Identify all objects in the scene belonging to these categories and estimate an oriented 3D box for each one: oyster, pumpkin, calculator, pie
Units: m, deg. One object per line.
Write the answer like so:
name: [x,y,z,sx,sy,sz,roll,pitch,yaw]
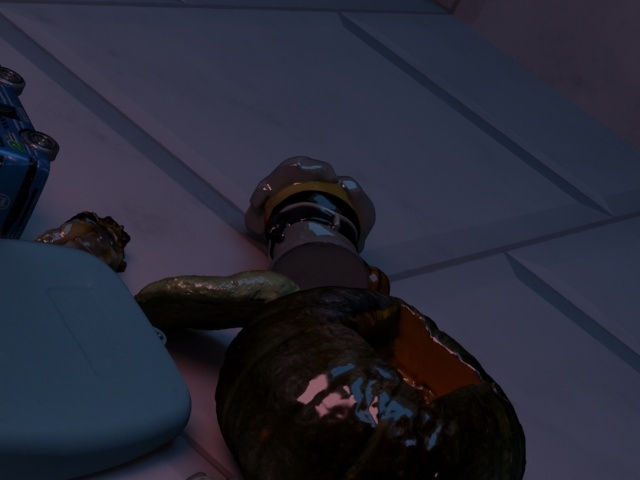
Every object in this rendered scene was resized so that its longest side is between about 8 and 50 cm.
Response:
oyster: [-0.272,0.025,1.765,0.129,0.078,0.345,25,23,9]
pumpkin: [0.045,0.175,1.668,0.320,0.192,0.320,24,24,-12]
calculator: [-0.269,0.099,1.553,0.386,0.054,0.256,-2,52,-54]
pie: [-0.111,0.062,1.782,0.187,0.187,0.041,8,73,-44]

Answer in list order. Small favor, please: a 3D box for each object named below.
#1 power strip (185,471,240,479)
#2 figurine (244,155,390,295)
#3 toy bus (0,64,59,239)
power strip: [-0.065,0.277,1.374,0.139,0.140,0.224,16,25,-31]
figurine: [0.000,0.000,2.083,0.176,0.133,0.236,32,22,-22]
toy bus: [-0.377,-0.107,1.843,0.134,0.113,0.246,14,27,-34]
